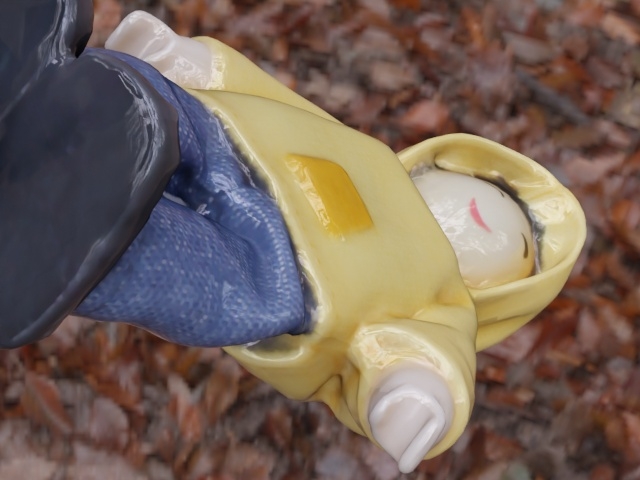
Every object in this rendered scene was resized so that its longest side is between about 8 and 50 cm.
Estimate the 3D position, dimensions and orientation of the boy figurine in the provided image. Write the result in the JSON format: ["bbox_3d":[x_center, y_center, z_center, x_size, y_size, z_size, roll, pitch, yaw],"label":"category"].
[{"bbox_3d":[0.000,0.000,0.489,0.285,0.092,0.177,14,36,-52],"label":"boy figurine"}]
